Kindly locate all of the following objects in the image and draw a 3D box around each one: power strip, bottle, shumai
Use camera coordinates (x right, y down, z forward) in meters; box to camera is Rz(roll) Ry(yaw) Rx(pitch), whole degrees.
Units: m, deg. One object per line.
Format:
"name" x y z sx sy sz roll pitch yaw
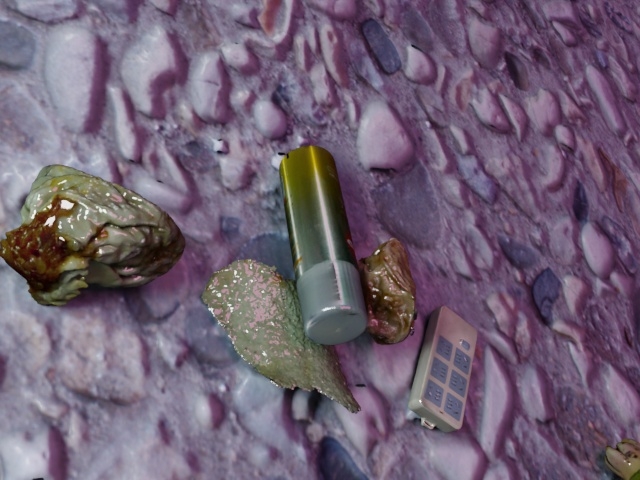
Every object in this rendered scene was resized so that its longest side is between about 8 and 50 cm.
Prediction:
"power strip" 0.178 0.183 1.211 0.081 0.035 0.192 36 48 -18
"bottle" 0.000 0.000 1.094 0.082 0.082 0.286 20 41 -30
"shumai" 0.060 0.071 1.126 0.116 0.145 0.146 6 60 -18
"shumai" -0.244 0.014 0.900 0.184 0.184 0.142 35 72 -19

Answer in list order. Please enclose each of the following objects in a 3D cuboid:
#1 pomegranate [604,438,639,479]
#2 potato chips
"pomegranate" 0.515 0.403 1.281 0.179 0.210 0.179 -24 121 -47
"potato chips" -0.041 0.120 1.046 0.228 0.059 0.167 29 44 -24
